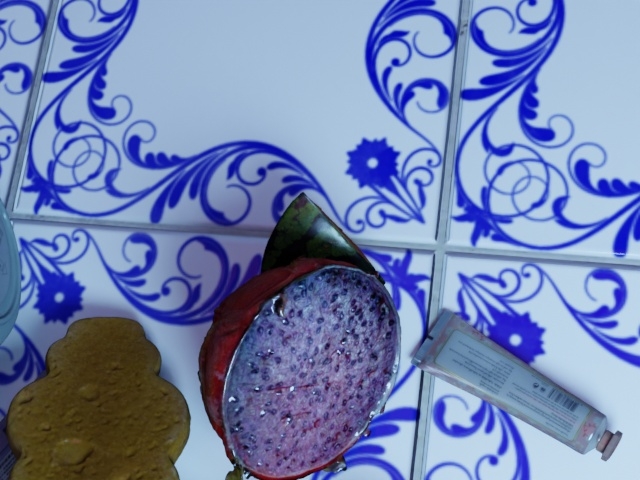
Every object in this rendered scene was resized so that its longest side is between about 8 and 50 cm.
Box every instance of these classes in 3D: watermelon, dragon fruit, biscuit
[{"bbox_3d":[0.000,0.000,1.032,0.125,0.135,0.094,-1,37,14],"label":"watermelon"},{"bbox_3d":[-0.044,0.110,0.971,0.148,0.218,0.223,23,119,46],"label":"dragon fruit"},{"bbox_3d":[-0.215,0.196,0.976,0.186,0.044,0.295,5,44,-7],"label":"biscuit"}]

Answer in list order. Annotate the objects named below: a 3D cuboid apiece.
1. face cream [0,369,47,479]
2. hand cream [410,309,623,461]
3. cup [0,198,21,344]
[{"bbox_3d":[-0.254,0.264,1.010,0.274,0.096,0.154,37,86,32],"label":"face cream"},{"bbox_3d":[0.191,0.146,0.975,0.210,0.043,0.067,31,80,24],"label":"hand cream"},{"bbox_3d":[-0.459,0.080,1.035,0.275,0.259,0.356,-15,102,6],"label":"cup"}]
